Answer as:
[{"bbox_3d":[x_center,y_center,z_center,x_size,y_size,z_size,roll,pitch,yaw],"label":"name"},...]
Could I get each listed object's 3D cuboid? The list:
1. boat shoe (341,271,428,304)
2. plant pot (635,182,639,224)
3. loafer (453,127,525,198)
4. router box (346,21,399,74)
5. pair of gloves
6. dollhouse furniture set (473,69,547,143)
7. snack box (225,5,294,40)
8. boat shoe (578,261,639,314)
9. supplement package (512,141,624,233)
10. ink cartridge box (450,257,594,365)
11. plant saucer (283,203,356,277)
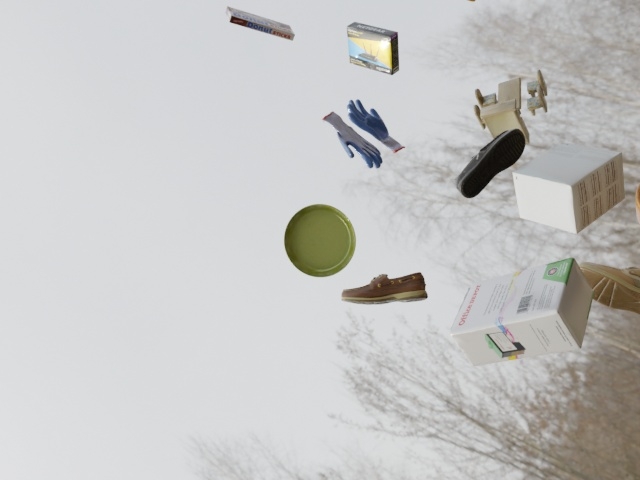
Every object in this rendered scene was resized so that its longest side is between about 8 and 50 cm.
[{"bbox_3d":[0.130,0.099,1.310,0.064,0.178,0.060,40,-135,-72],"label":"boat shoe"},{"bbox_3d":[0.892,-0.025,1.492,0.291,0.291,0.203,-41,-47,-31],"label":"plant pot"},{"bbox_3d":[0.403,-0.197,1.552,0.220,0.078,0.080,-40,-61,-7],"label":"loafer"},{"bbox_3d":[0.170,-0.623,2.066,0.046,0.179,0.133,-41,-40,-31],"label":"router box"},{"bbox_3d":[0.092,-0.226,1.335,0.198,0.159,0.023,-37,-11,-51],"label":"pair of gloves"},{"bbox_3d":[0.588,-0.435,2.012,0.161,0.212,0.242,47,-137,-42],"label":"dollhouse furniture set"},{"bbox_3d":[-0.157,-0.565,1.663,0.178,0.064,0.022,8,-53,-26],"label":"snack box"},{"bbox_3d":[0.917,0.140,1.884,0.110,0.341,0.121,-56,-16,-32],"label":"boat shoe"},{"bbox_3d":[0.669,-0.147,1.719,0.203,0.194,0.149,-31,-60,-21],"label":"supplement package"},{"bbox_3d":[0.472,0.171,1.500,0.117,0.278,0.201,54,-136,-16],"label":"ink cartridge box"},{"bbox_3d":[0.000,0.000,2.090,0.037,0.241,0.241,-19,-54,-78],"label":"plant saucer"}]
